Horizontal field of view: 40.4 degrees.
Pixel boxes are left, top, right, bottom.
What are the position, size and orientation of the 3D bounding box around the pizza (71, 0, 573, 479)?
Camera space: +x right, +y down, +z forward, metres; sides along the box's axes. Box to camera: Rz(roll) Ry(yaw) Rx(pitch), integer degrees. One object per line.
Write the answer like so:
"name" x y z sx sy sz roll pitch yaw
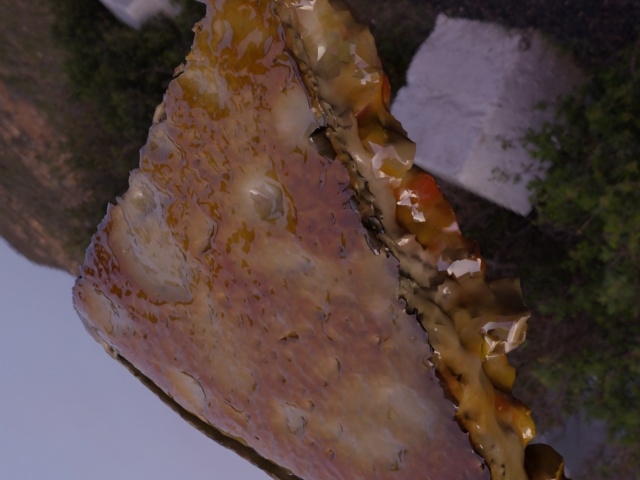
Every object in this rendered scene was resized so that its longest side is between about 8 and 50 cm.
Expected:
"pizza" 0.000 0.000 0.562 0.439 0.130 0.406 22 125 31
